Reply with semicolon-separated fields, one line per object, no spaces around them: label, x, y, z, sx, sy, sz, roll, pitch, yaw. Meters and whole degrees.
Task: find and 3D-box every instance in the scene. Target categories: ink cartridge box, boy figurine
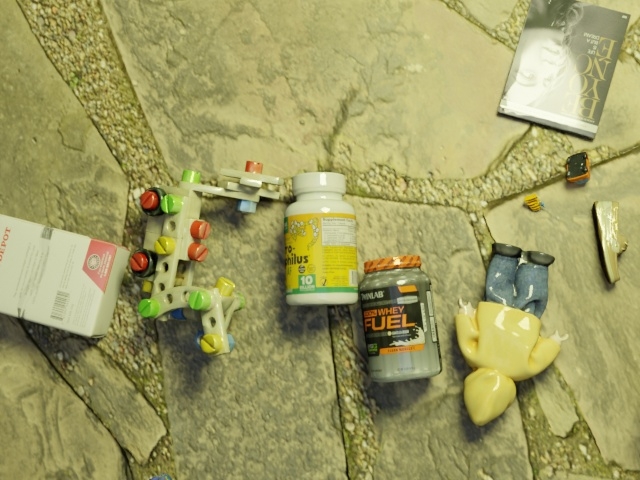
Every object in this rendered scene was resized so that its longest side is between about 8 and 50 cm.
ink cartridge box;-0.449;0.059;1.354;0.217;0.092;0.159;15;85;5
boy figurine;0.296;0.152;1.276;0.177;0.092;0.285;12;86;6

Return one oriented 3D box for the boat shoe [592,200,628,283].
boat shoe;0.467;0.001;1.296;0.045;0.050;0.135;-8;83;10

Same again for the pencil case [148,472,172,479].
pencil case;-0.164;0.480;1.266;0.306;0.119;0.133;29;111;7

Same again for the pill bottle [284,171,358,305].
pill bottle;0.000;0.000;1.306;0.117;0.117;0.209;-2;84;5

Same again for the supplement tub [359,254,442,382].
supplement tub;0.124;0.123;1.282;0.116;0.117;0.191;-8;83;4

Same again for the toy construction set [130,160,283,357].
toy construction set;-0.189;0.012;1.305;0.215;0.151;0.328;10;76;31

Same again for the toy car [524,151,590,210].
toy car;0.391;-0.095;1.331;0.122;0.060;0.040;-29;126;18

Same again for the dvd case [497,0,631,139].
dvd case;0.405;-0.294;1.351;0.164;0.018;0.221;17;86;7
